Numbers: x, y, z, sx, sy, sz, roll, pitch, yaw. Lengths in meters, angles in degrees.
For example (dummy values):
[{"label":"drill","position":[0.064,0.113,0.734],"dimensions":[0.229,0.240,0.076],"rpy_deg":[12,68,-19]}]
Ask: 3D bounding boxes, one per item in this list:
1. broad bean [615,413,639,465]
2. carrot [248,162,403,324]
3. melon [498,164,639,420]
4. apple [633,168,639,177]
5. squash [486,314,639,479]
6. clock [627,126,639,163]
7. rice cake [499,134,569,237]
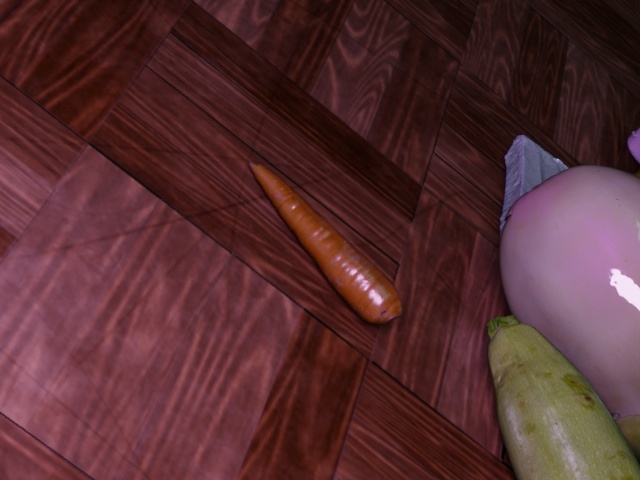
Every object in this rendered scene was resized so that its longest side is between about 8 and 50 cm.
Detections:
[{"label":"broad bean","position":[0.334,0.264,1.376],"dimensions":[0.072,0.153,0.207],"rpy_deg":[9,28,-28]},{"label":"carrot","position":[0.000,0.000,1.400],"dimensions":[0.216,0.048,0.048],"rpy_deg":[47,32,13]},{"label":"melon","position":[0.322,0.068,1.516],"dimensions":[0.317,0.223,0.223],"rpy_deg":[56,33,9]},{"label":"apple","position":[0.448,-0.013,1.780],"dimensions":[0.196,0.196,0.196],"rpy_deg":[29,35,-23]},{"label":"squash","position":[0.238,0.204,1.364],"dimensions":[0.118,0.118,0.371],"rpy_deg":[18,40,-36]},{"label":"clock","position":[0.595,-0.029,2.038],"dimensions":[0.322,0.113,0.296],"rpy_deg":[29,35,-27]},{"label":"rice cake","position":[0.260,-0.046,1.742],"dimensions":[0.085,0.040,0.226],"rpy_deg":[37,33,-14]}]
